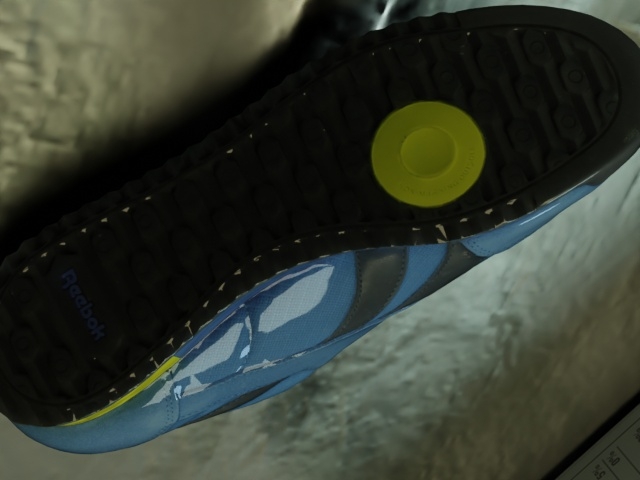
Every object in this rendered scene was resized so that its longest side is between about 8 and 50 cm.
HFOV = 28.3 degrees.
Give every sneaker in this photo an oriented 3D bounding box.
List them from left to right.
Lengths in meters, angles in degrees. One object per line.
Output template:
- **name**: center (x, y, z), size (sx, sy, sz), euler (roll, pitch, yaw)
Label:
- **sneaker**: center (0.000, 0.000, 0.380), size (0.209, 0.069, 0.082), euler (-28, 158, 3)

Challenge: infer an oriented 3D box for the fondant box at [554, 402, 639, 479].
- **fondant box**: center (0.227, 0.136, 0.548), size (0.330, 0.096, 0.238), euler (-43, 127, 8)
